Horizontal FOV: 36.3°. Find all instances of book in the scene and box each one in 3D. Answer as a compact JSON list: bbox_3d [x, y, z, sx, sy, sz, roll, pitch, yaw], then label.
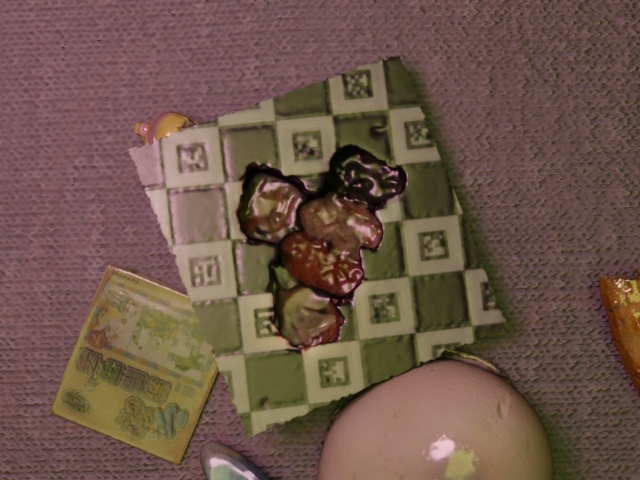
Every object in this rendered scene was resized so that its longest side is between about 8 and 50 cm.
[{"bbox_3d":[-0.205,0.144,1.145,0.168,0.013,0.192,22,92,1],"label":"book"}]

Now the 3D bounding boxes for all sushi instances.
[{"bbox_3d":[0.000,0.000,1.097,0.320,0.069,0.339,-23,89,-6],"label":"sushi"}]

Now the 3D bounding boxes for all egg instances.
[{"bbox_3d":[0.120,0.268,1.055,0.264,0.174,0.286,35,95,5],"label":"egg"}]

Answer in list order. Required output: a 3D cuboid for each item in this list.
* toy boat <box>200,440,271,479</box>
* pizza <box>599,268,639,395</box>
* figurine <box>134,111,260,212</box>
[{"bbox_3d":[-0.086,0.402,1.109,0.215,0.123,0.330,-37,78,-6],"label":"toy boat"},{"bbox_3d":[0.486,0.112,1.091,0.288,0.075,0.280,-24,95,4],"label":"pizza"},{"bbox_3d":[-0.130,-0.083,1.120,0.187,0.083,0.083,32,92,-13],"label":"figurine"}]
